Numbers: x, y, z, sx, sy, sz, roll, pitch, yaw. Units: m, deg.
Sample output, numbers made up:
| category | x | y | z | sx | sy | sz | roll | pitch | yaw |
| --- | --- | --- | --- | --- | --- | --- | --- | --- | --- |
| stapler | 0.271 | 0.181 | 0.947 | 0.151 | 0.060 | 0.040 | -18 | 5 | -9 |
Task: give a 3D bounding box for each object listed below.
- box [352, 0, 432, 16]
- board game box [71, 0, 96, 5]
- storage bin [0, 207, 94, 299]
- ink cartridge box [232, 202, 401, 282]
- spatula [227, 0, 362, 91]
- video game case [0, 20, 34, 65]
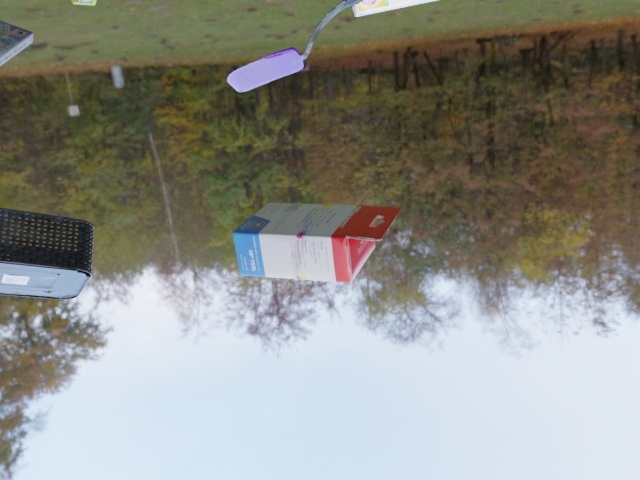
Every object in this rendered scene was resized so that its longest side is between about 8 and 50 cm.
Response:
| category | x | y | z | sx | sy | sz | roll | pitch | yaw |
| --- | --- | --- | --- | --- | --- | --- | --- | --- | --- |
| box | 0.143 | -0.435 | 0.904 | 0.203 | 0.103 | 0.114 | -9 | -145 | 8 |
| board game box | -0.443 | -0.517 | 1.018 | 0.043 | 0.181 | 0.092 | -18 | 161 | -44 |
| storage bin | -0.433 | 0.022 | 0.835 | 0.180 | 0.084 | 0.122 | 8 | 151 | -32 |
| ink cartridge box | 0.000 | 0.000 | 0.890 | 0.230 | 0.078 | 0.134 | 3 | -155 | 21 |
| spatula | 0.016 | -0.266 | 0.695 | 0.296 | 0.030 | 0.084 | -35 | 175 | 7 |
| video game case | -0.410 | -0.218 | 0.632 | 0.119 | 0.015 | 0.166 | 18 | -145 | -11 |
